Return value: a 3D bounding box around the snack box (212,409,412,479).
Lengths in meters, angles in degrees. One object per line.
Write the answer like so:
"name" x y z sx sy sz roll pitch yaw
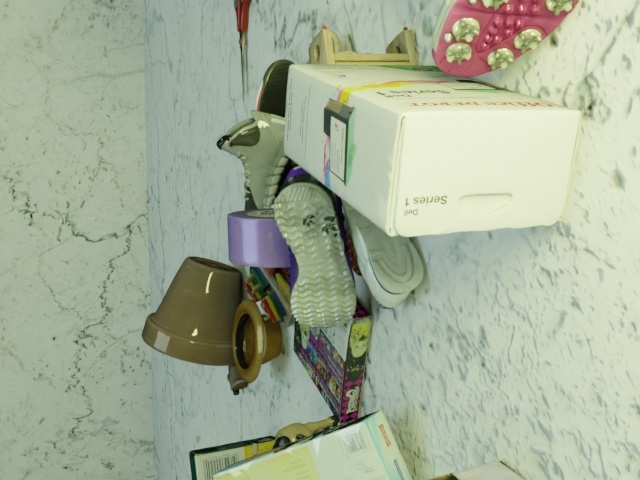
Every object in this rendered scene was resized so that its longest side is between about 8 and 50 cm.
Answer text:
"snack box" -0.007 0.394 1.053 0.322 0.060 0.187 -29 80 32

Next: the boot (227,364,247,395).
"boot" -0.226 0.358 1.861 0.118 0.042 0.087 122 140 -55

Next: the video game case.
"video game case" 0.014 0.167 1.232 0.232 0.041 0.210 -133 43 -56

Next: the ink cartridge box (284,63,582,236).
"ink cartridge box" 0.102 -0.111 0.747 0.278 0.201 0.117 -136 46 -58

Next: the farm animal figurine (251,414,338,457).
"farm animal figurine" -0.055 0.457 1.238 0.327 0.172 0.330 -175 73 -69

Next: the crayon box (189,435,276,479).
"crayon box" -0.177 0.622 1.582 0.081 0.202 0.319 156 108 -67

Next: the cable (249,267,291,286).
"cable" -0.095 0.065 1.501 0.139 0.072 0.287 61 165 12

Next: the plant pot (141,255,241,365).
"plant pot" -0.301 0.169 1.793 0.263 0.263 0.229 24 98 65

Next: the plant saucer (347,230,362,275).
"plant saucer" 0.065 0.015 1.114 0.083 0.013 0.084 175 90 -69

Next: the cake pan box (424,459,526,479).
"cake pan box" 0.113 0.388 0.770 0.070 0.245 0.267 20 112 62

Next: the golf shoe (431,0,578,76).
"golf shoe" 0.193 -0.288 0.643 0.306 0.115 0.140 124 148 -47

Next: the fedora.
"fedora" -0.137 0.223 1.564 0.194 0.079 0.194 -1 88 64

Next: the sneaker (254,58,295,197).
"sneaker" -0.105 -0.230 1.380 0.145 0.090 0.270 -136 43 -55

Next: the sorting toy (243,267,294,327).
"sorting toy" -0.107 0.113 1.405 0.132 0.046 0.274 56 163 11

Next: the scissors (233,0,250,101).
"scissors" -0.182 -0.479 1.617 0.109 0.021 0.297 -136 45 -55

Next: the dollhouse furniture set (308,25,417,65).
"dollhouse furniture set" 0.040 -0.201 0.981 0.183 0.129 0.129 154 110 -69

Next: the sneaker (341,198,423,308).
"sneaker" 0.073 -0.017 1.005 0.095 0.090 0.235 108 153 -64

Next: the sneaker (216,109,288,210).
"sneaker" -0.137 -0.135 1.283 0.086 0.132 0.229 -123 52 -64

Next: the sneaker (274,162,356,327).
"sneaker" 0.001 0.000 1.059 0.146 0.102 0.293 -86 -8 -50

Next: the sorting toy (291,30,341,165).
"sorting toy" 0.000 -0.188 1.211 0.307 0.041 0.229 138 128 -71

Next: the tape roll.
"tape roll" -0.064 -0.009 1.194 0.189 0.189 0.080 -164 71 -66
